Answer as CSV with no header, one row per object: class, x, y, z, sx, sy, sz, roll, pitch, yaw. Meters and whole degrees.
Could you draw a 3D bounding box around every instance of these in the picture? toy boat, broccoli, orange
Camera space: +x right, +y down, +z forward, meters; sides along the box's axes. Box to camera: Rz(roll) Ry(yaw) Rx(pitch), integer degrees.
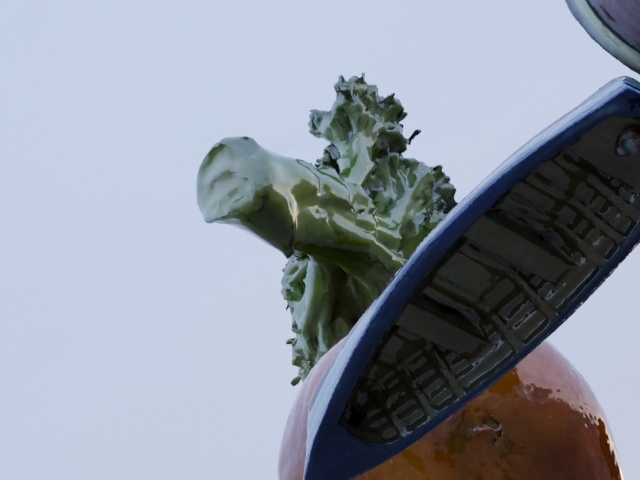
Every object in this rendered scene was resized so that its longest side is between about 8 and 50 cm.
toy boat,0.060,0.025,0.425,0.080,0.046,0.229,25,-61,-29
broccoli,0.022,0.029,1.121,0.274,0.353,0.397,-36,2,18
orange,0.103,0.192,0.837,0.284,0.284,0.226,-57,-10,31

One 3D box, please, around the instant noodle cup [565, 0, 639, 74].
instant noodle cup,0.277,-0.228,0.627,0.234,0.235,0.178,-28,-27,-8
